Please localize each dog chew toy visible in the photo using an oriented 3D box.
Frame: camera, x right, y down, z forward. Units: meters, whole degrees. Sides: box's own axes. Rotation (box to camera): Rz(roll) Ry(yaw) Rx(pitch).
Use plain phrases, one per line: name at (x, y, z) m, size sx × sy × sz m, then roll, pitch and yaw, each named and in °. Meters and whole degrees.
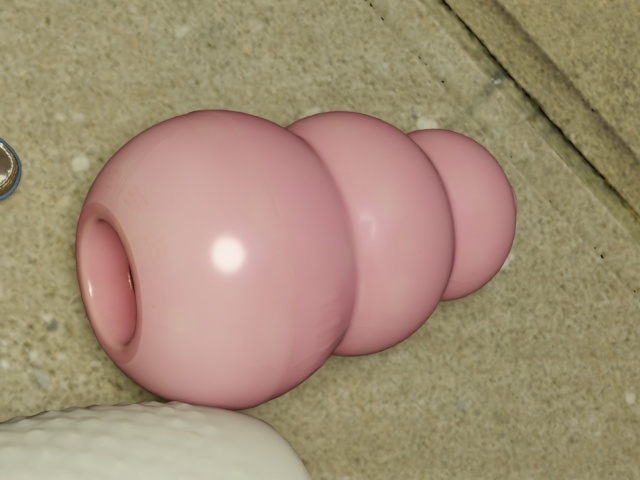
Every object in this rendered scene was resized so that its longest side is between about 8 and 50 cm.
dog chew toy at (0.000, 0.000, 1.009) m, size 0.331 × 0.206 × 0.207 m, roll -11°, pitch 87°, yaw -30°

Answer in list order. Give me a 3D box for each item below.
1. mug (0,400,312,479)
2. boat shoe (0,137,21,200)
mug at (-0.156, 0.282, 0.888) m, size 0.328 × 0.276 × 0.374 m, roll -18°, pitch 121°, yaw -22°
boat shoe at (-0.291, -0.075, 0.970) m, size 0.183 × 0.066 × 0.066 m, roll 21°, pitch 76°, yaw -17°
